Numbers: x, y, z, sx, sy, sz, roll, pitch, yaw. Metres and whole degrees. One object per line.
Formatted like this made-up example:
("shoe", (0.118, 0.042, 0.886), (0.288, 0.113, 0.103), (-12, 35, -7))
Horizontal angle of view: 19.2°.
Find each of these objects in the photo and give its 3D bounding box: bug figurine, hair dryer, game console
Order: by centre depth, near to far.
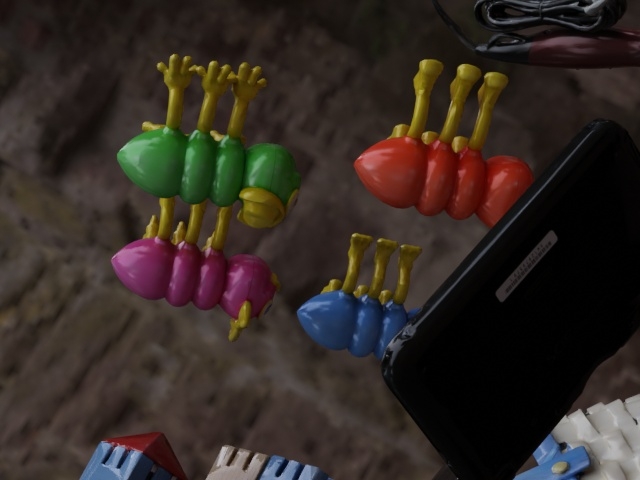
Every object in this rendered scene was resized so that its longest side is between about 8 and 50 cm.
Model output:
("game console", (0.068, 0.028, 0.668), (0.122, 0.071, 0.107), (-48, -57, -16))
("bug figurine", (0.000, 0.000, 0.976), (0.279, 0.216, 0.072), (109, 171, -64))
("hair dryer", (0.240, -0.155, 1.424), (0.080, 0.293, 0.223), (-50, 3, -27))

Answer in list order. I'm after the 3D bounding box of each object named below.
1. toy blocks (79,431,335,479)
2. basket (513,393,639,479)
("toy blocks", (-0.055, 0.262, 1.269), (0.381, 0.191, 0.261), (41, -111, -36))
("basket", (0.209, 0.252, 1.363), (0.289, 0.201, 0.255), (-28, -59, -1))
